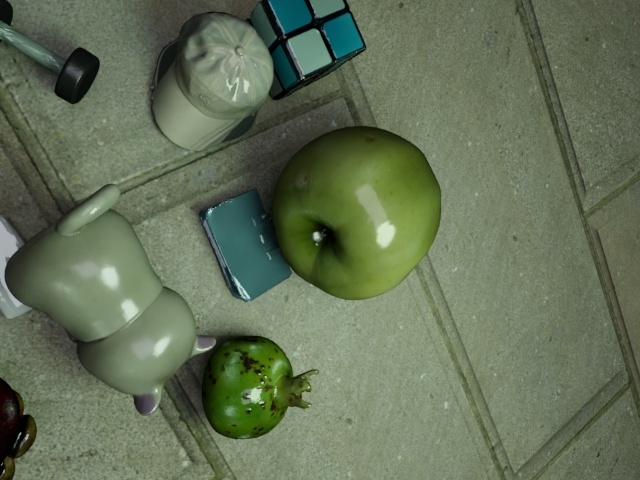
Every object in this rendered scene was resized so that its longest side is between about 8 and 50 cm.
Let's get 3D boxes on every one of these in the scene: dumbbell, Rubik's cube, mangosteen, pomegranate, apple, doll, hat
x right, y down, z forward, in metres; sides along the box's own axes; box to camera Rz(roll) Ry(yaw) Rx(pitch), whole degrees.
[{"bbox_3d":[-0.502,-0.333,0.764,0.191,0.100,0.100,31,80,-22],"label":"dumbbell"},{"bbox_3d":[-0.041,-0.424,0.925,0.183,0.180,0.167,-35,107,-21],"label":"Rubik's cube"},{"bbox_3d":[-0.587,0.314,0.713,0.209,0.209,0.210,-1,93,-24],"label":"mangosteen"},{"bbox_3d":[-0.125,0.302,0.893,0.211,0.262,0.211,1,90,-66],"label":"pomegranate"},{"bbox_3d":[0.078,-0.065,0.912,0.356,0.357,0.358,-1,93,-24],"label":"apple"},{"bbox_3d":[-0.378,0.104,0.787,0.215,0.225,0.371,-49,124,-47],"label":"doll"},{"bbox_3d":[-0.217,-0.303,0.854,0.232,0.161,0.275,42,107,-17],"label":"hat"}]

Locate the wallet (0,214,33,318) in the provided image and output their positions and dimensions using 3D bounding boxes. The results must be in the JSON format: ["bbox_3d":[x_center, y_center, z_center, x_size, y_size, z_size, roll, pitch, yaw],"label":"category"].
[{"bbox_3d":[-0.569,0.044,0.788,0.095,0.033,0.190,-29,104,-22],"label":"wallet"}]

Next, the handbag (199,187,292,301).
[{"bbox_3d":[-0.159,0.011,0.962,0.144,0.057,0.221,-26,103,-25],"label":"handbag"}]
